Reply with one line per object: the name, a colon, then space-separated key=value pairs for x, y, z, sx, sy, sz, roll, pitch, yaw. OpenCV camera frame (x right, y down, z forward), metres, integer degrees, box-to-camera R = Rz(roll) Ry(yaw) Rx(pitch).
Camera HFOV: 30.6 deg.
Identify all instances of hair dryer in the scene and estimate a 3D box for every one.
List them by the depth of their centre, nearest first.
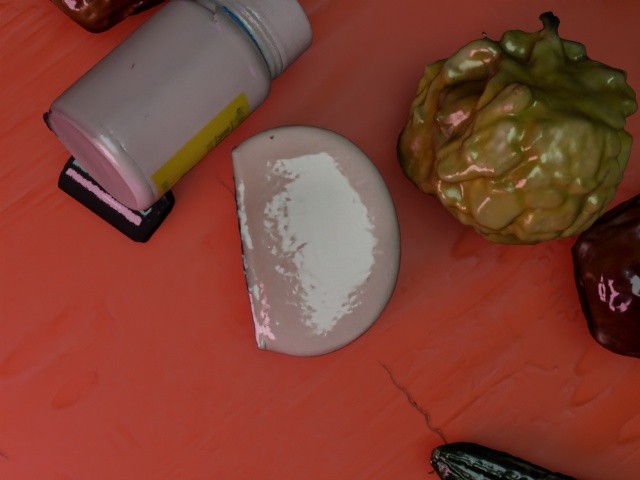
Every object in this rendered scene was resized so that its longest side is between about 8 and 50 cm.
hair dryer: x=-0.167 y=-0.123 z=1.278 sx=0.114 sy=0.070 sz=0.248 roll=37 pitch=78 yaw=-2

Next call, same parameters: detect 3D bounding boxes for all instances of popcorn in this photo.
popcorn: x=0.206 y=-0.112 z=1.203 sx=0.249 sy=0.249 sz=0.225 roll=21 pitch=118 yaw=-3

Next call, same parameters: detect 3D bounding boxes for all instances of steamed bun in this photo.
steamed bun: x=0.000 y=0.000 z=1.235 sx=0.164 sy=0.146 sz=0.242 roll=-8 pitch=89 yaw=-1

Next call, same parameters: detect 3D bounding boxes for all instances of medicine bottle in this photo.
medicine bottle: x=-0.138 y=-0.162 z=1.186 sx=0.143 sy=0.143 sz=0.258 roll=45 pitch=74 yaw=-2

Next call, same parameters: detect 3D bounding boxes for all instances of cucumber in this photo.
cucumber: x=0.241 y=0.282 z=1.286 sx=0.265 sy=0.077 sz=0.077 roll=18 pitch=88 yaw=-1

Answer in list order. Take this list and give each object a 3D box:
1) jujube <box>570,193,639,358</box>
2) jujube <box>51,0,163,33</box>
jujube: x=0.434 y=0.021 z=1.240 sx=0.317 sy=0.223 sz=0.223 roll=-14 pitch=90 yaw=7
jujube: x=-0.188 y=-0.333 z=1.221 sx=0.190 sy=0.190 sz=0.255 roll=44 pitch=93 yaw=-2
